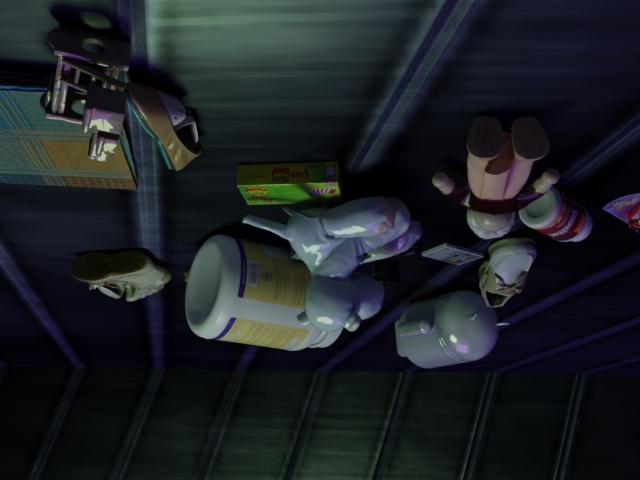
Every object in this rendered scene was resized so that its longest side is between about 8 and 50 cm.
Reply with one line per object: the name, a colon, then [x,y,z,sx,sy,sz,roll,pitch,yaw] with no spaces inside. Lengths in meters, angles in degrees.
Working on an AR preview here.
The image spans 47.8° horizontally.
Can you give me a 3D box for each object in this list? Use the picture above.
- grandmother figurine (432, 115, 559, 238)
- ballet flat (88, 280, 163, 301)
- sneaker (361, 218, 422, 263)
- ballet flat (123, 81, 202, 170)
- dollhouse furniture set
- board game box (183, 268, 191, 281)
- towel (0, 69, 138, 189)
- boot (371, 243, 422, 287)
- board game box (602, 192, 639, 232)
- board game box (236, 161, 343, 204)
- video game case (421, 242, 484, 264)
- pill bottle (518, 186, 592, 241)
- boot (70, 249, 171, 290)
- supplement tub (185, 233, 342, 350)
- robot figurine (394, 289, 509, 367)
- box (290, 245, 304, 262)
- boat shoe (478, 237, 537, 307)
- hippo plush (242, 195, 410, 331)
grandmother figurine: [0.298,-0.092,1.244,0.207,0.104,0.342,11,161,15]
ballet flat: [-0.533,0.124,1.956,0.091,0.077,0.241,-16,155,38]
sneaker: [0.121,0.002,1.556,0.086,0.085,0.237,-7,176,-40]
ballet flat: [-0.233,-0.183,1.099,0.073,0.080,0.232,-26,163,-5]
dollhouse furniture set: [-0.318,-0.152,0.941,0.101,0.161,0.182,9,135,-20]
board game box: [-0.253,0.082,1.884,0.124,0.039,0.259,15,159,-31]
towel: [-0.450,-0.171,1.176,0.271,0.040,0.370,4,162,-6]
boot: [0.176,0.058,1.675,0.121,0.099,0.045,-2,162,11]
board game box: [0.648,-0.050,1.426,0.168,0.033,0.133,18,155,-40]
board game box: [-0.053,-0.103,1.320,0.181,0.043,0.092,-1,160,7]
video game case: [0.316,0.033,1.725,0.122,0.011,0.087,14,157,-31]
pill bottle: [0.452,-0.047,1.373,0.152,0.086,0.086,18,155,-40]
boot: [-0.507,0.083,1.842,0.213,0.077,0.165,-7,161,13]
supplement tub: [-0.123,0.130,1.693,0.331,0.241,0.241,14,157,-30]
robot figurine: [0.364,0.255,2.066,0.300,0.200,0.353,3,163,-34]
box: [0.000,0.000,1.584,0.054,0.059,0.169,16,156,-32]
boat shoe: [0.443,0.079,1.704,0.113,0.103,0.302,0,160,4]
hippo plush: [0.051,0.049,1.353,0.234,0.237,0.294,-9,177,41]
